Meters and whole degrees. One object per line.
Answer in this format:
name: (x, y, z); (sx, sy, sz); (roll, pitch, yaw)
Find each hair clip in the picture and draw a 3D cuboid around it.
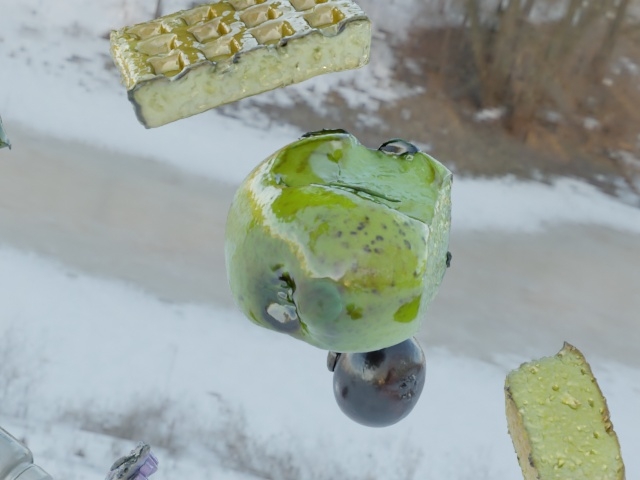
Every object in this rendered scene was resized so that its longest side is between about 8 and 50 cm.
hair clip: (-0.270, 0.318, 1.682); (0.084, 0.292, 0.106); (38, 49, -9)

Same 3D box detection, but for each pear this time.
pear: (0.000, 0.000, 1.341); (0.238, 0.164, 0.255); (11, 23, 12)

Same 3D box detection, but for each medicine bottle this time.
medicine bottle: (-0.352, 0.233, 1.406); (0.140, 0.079, 0.079); (33, 20, 18)

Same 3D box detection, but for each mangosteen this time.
mangosteen: (0.063, 0.162, 1.669); (0.140, 0.140, 0.140); (14, 16, -4)

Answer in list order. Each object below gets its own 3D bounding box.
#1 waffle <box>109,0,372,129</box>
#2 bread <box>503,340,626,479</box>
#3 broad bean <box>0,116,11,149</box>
waffle: (-0.087, -0.199, 1.365); (0.248, 0.055, 0.221); (-18, 26, -6)
bread: (0.249, 0.196, 1.380); (0.103, 0.065, 0.187); (-11, 51, -5)
broad bean: (-0.491, -0.222, 1.631); (0.318, 0.056, 0.098); (43, 45, -4)
